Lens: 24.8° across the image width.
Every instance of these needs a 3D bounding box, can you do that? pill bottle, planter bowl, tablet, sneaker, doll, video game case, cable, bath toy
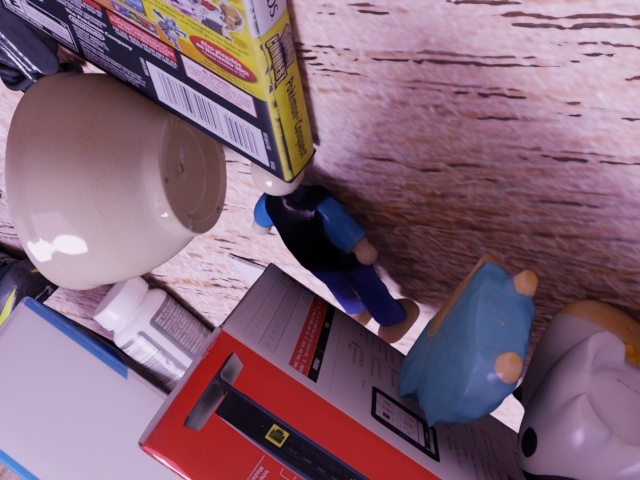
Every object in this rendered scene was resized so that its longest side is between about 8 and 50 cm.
[{"bbox_3d":[-0.170,0.100,1.545,0.137,0.078,0.078,42,161,-12],"label":"pill bottle"},{"bbox_3d":[-0.136,-0.048,1.052,0.109,0.162,0.162,-5,141,26],"label":"planter bowl"},{"bbox_3d":[-0.048,0.045,1.306,0.054,0.006,0.083,19,153,44],"label":"tablet"},{"bbox_3d":[-0.423,0.058,1.874,0.121,0.111,0.300,46,158,-10],"label":"sneaker"},{"bbox_3d":[0.000,0.000,1.051,0.129,0.046,0.189,19,154,42],"label":"doll"},{"bbox_3d":[-0.130,-0.170,0.909,0.275,0.035,0.248,32,161,20],"label":"video game case"},{"bbox_3d":[-0.267,-0.181,1.133,0.184,0.047,0.150,44,166,-24],"label":"cable"},{"bbox_3d":[0.216,0.142,0.857,0.348,0.151,0.129,32,135,-3],"label":"bath toy"}]

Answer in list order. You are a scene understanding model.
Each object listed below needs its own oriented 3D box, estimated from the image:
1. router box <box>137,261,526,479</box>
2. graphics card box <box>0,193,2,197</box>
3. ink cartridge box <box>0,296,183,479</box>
[{"bbox_3d":[0.056,0.145,0.916,0.301,0.082,0.335,35,-175,0],"label":"router box"},{"bbox_3d":[-0.568,-0.036,1.715,0.371,0.233,0.094,21,155,43],"label":"graphics card box"},{"bbox_3d":[-0.221,0.237,1.702,0.285,0.166,0.395,34,174,14],"label":"ink cartridge box"}]
